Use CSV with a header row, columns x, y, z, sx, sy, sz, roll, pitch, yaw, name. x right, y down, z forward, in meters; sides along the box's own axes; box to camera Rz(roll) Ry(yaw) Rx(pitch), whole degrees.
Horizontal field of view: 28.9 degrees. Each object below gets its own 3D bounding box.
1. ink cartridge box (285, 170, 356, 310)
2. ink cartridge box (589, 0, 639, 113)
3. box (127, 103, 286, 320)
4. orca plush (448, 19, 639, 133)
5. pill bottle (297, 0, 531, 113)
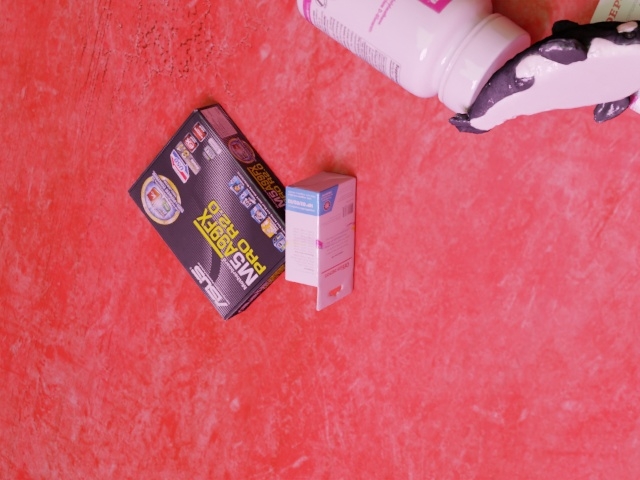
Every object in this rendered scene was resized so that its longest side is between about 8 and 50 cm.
x,y,z,sx,sy,sz,roll,pitch,yaw,name
0.000,0.000,1.821,0.061,0.104,0.181,12,111,31,ink cartridge box
0.425,-0.222,1.471,0.212,0.093,0.154,35,122,23,ink cartridge box
-0.156,-0.043,1.941,0.270,0.060,0.216,53,126,9,box
0.290,-0.208,1.484,0.151,0.102,0.287,25,147,-25,orca plush
0.121,-0.287,1.612,0.283,0.160,0.160,37,122,18,pill bottle
